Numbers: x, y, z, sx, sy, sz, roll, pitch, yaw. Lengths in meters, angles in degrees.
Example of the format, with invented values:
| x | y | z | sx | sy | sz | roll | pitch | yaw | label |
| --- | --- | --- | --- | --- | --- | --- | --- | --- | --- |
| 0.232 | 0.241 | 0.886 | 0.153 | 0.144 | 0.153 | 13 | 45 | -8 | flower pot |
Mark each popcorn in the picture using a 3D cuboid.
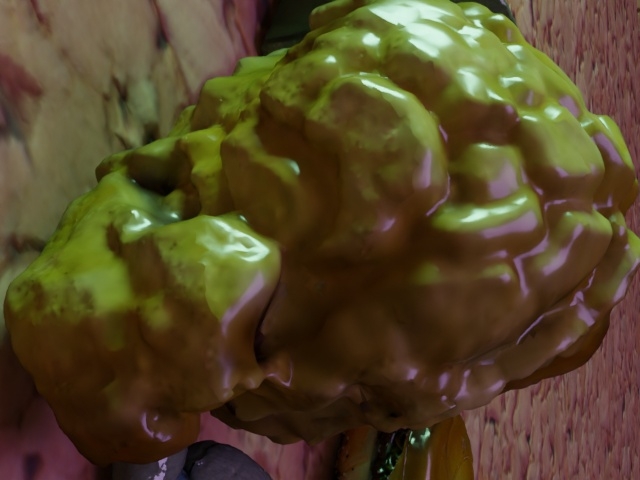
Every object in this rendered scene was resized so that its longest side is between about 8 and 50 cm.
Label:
| x | y | z | sx | sy | sz | roll | pitch | yaw | label |
| --- | --- | --- | --- | --- | --- | --- | --- | --- | --- |
| 0.000 | 0.000 | 0.577 | 0.332 | 0.265 | 0.225 | -24 | 95 | -23 | popcorn |

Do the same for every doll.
| x | y | z | sx | sy | sz | roll | pitch | yaw | label |
| --- | --- | --- | --- | --- | --- | --- | --- | --- | --- |
| -0.058 | 0.177 | 0.632 | 0.214 | 0.072 | 0.103 | 64 | 32 | -35 | doll |

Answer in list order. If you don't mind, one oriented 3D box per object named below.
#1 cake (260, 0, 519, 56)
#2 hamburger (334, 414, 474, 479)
| x | y | z | sx | sy | sz | roll | pitch | yaw | label |
| --- | --- | --- | --- | --- | --- | --- | --- | --- | --- |
| 0.091 | -0.192 | 0.862 | 0.158 | 0.172 | 0.283 | 63 | 33 | -40 | cake |
| 0.065 | 0.197 | 0.890 | 0.189 | 0.093 | 0.164 | -40 | 123 | -63 | hamburger |
